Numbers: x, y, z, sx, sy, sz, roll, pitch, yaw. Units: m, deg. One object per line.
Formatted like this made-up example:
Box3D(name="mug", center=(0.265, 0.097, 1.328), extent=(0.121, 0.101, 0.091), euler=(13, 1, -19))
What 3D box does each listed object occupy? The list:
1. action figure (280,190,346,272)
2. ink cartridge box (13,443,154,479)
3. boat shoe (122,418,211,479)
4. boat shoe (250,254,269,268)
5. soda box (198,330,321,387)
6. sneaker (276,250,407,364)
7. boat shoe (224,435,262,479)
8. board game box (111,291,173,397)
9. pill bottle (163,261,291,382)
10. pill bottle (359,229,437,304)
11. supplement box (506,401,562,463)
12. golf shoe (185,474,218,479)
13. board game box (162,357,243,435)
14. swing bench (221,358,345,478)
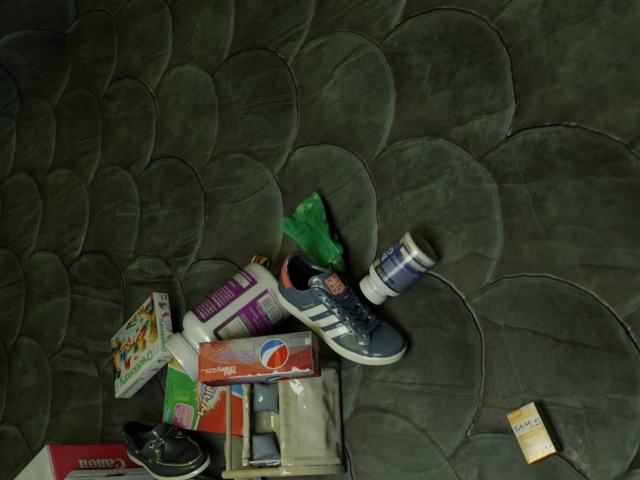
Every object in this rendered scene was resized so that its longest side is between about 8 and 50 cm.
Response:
Box3D(name="action figure", center=(0.000, 0.000, 1.780), extent=(0.137, 0.063, 0.232), euler=(-49, 49, 17))
Box3D(name="ink cartridge box", center=(-0.631, 0.646, 1.978), extent=(0.272, 0.309, 0.130), euler=(-45, 54, 21))
Box3D(name="boat shoe", center=(-0.414, 0.526, 1.878), extent=(0.340, 0.127, 0.113), euler=(2, 116, 52))
Box3D(name="boat shoe", center=(-0.171, 0.106, 1.909), extent=(0.043, 0.049, 0.137), euler=(13, 82, 39))
Box3D(name="soda box", center=(-0.134, 0.264, 1.595), extent=(0.263, 0.083, 0.092), euler=(-7, 69, 12))
Box3D(name="sneaker", center=(0.042, 0.141, 1.604), extent=(0.350, 0.131, 0.148), euler=(28, 134, 25))
Box3D(name="boat shoe", center=(-0.188, 0.588, 1.775), extent=(0.233, 0.084, 0.079), euler=(58, 138, 39))
Box3D(name="board game box", center=(-0.518, 0.308, 2.094), extent=(0.305, 0.053, 0.193), euler=(-43, 50, 38))
Box3D(name="pill bottle", center=(-0.226, 0.203, 1.763), extent=(0.301, 0.169, 0.169), euler=(-38, 49, -15))
Box3D(name="pill bottle", center=(0.169, 0.064, 1.600), extent=(0.169, 0.094, 0.094), euler=(-44, 55, 23))
Box3D(name="supplement box", center=(0.403, 0.363, 1.364), extent=(0.062, 0.036, 0.099), euler=(-36, 58, 27))
Box3D(name="golf shoe", center=(-0.278, 0.631, 1.789), extent=(0.306, 0.140, 0.115), euler=(-3, 93, 43))
Box3D(name="board game box", center=(-0.285, 0.383, 1.918), extent=(0.316, 0.064, 0.242), euler=(-7, 74, 39))
Box3D(name="swing bench", center=(-0.086, 0.416, 1.677), extent=(0.254, 0.165, 0.254), euler=(-18, 66, 36))
